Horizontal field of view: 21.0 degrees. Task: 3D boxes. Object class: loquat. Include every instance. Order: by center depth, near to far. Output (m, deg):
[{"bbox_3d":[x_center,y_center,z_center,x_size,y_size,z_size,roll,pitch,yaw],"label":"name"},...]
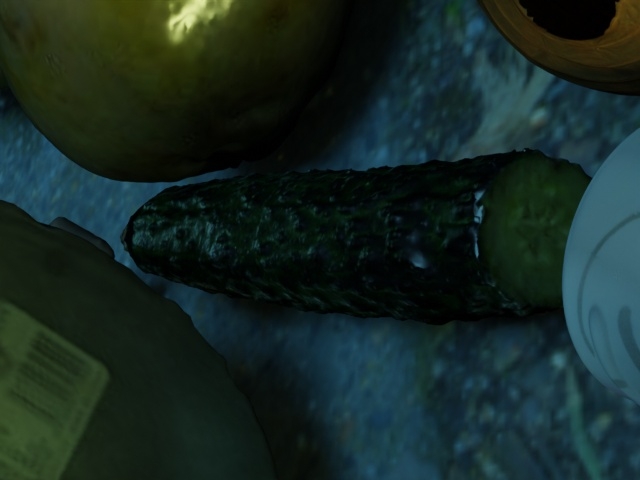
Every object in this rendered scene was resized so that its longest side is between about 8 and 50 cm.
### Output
[{"bbox_3d":[-0.067,-0.138,0.783,0.179,0.179,0.227,9,85,53],"label":"loquat"}]

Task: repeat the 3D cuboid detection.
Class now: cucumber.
[{"bbox_3d":[0.000,0.000,0.729,0.293,0.067,0.067,-1,74,55],"label":"cucumber"}]

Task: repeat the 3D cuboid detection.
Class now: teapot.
[{"bbox_3d":[-0.200,0.156,0.760,0.362,0.305,0.376,-49,13,37],"label":"teapot"}]

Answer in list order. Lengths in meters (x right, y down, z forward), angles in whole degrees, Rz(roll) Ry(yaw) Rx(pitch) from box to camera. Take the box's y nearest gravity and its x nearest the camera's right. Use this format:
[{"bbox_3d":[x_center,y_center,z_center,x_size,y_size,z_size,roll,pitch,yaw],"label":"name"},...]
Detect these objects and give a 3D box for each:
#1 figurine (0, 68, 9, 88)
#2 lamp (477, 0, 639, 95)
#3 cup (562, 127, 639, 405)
[{"bbox_3d":[-0.180,-0.171,0.964,0.262,0.154,0.180,2,87,48],"label":"figurine"},{"bbox_3d":[0.111,-0.114,0.581,0.136,0.136,0.136,-26,55,44],"label":"lamp"},{"bbox_3d":[0.142,0.036,0.502,0.133,0.099,0.136,22,91,53],"label":"cup"}]
